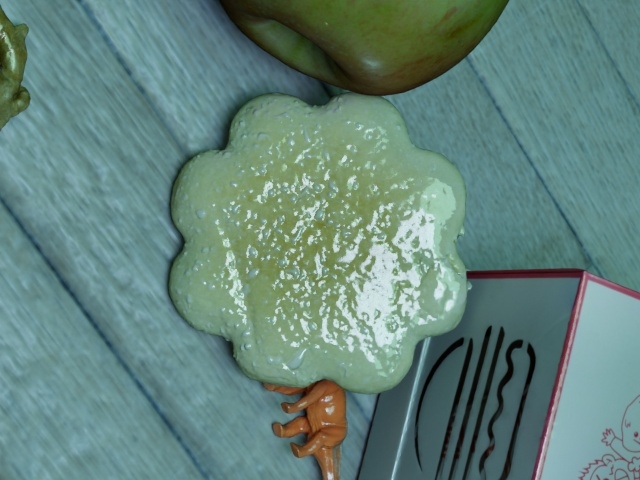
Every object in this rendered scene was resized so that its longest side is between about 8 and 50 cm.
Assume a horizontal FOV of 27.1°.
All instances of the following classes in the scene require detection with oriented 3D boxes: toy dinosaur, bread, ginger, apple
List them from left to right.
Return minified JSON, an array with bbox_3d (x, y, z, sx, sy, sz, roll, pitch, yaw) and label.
[{"bbox_3d":[-0.350,-0.153,1.182,0.176,0.052,0.193,43,76,-17],"label":"ginger"},{"bbox_3d":[-0.007,0.152,1.355,0.101,0.055,0.280,-7,90,-37],"label":"toy dinosaur"},{"bbox_3d":[0.000,0.000,1.291,0.316,0.054,0.316,0,90,3],"label":"bread"},{"bbox_3d":[0.032,-0.291,1.243,0.319,0.319,0.277,43,71,-20],"label":"apple"}]

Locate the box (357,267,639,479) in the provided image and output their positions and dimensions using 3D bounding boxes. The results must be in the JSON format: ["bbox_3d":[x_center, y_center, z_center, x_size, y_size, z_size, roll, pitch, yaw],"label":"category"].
[{"bbox_3d":[0.253,0.211,1.345,0.312,0.300,0.314,20,79,-26],"label":"box"}]
